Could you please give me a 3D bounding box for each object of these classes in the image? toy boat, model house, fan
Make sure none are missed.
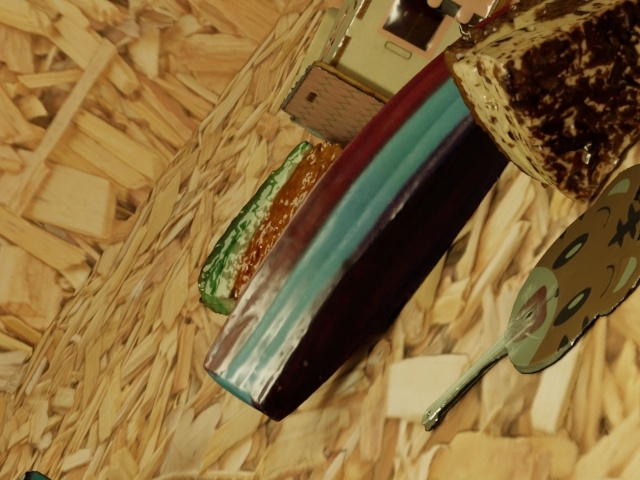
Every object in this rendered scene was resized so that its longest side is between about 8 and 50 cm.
[{"bbox_3d":[0.060,-0.024,1.423,0.392,0.136,0.079,-51,43,-2],"label":"toy boat"},{"bbox_3d":[0.081,-0.178,1.630,0.244,0.169,0.326,-59,9,17],"label":"model house"},{"bbox_3d":[0.139,0.050,1.172,0.227,0.008,0.152,-47,16,27],"label":"fan"}]

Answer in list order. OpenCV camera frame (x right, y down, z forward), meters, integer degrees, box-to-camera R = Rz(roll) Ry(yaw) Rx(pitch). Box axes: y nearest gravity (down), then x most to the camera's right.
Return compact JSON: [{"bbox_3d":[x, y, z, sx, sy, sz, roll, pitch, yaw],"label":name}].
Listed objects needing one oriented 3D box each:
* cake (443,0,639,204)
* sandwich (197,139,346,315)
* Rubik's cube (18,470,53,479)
[{"bbox_3d":[0.223,-0.128,1.249,0.246,0.135,0.112,-28,23,-11],"label":"cake"},{"bbox_3d":[-0.006,0.007,1.597,0.160,0.109,0.185,15,67,54],"label":"sandwich"},{"bbox_3d":[-0.236,0.318,1.497,0.155,0.154,0.151,-49,15,28],"label":"Rubik's cube"}]
